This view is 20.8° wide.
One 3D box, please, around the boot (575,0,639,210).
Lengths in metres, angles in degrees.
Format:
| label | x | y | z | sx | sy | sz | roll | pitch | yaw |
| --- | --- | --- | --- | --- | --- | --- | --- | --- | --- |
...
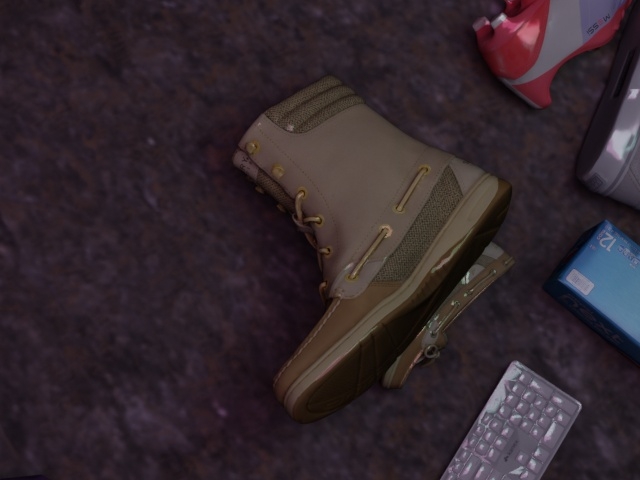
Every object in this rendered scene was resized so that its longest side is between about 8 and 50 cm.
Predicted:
| label | x | y | z | sx | sy | sz | roll | pitch | yaw |
| --- | --- | --- | --- | --- | --- | --- | --- | --- | --- |
| boot | 0.318 | -0.140 | 1.478 | 0.123 | 0.095 | 0.258 | 24 | 87 | -10 |

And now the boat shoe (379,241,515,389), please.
| label | x | y | z | sx | sy | sz | roll | pitch | yaw |
| --- | --- | --- | --- | --- | --- | --- | --- | --- | --- |
| boat shoe | 0.102 | 0.063 | 1.437 | 0.048 | 0.056 | 0.153 | 33 | 73 | 5 |

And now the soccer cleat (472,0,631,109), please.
| label | x | y | z | sx | sy | sz | roll | pitch | yaw |
| --- | --- | --- | --- | --- | --- | --- | --- | --- | --- |
| soccer cleat | 0.238 | -0.218 | 1.485 | 0.248 | 0.083 | 0.095 | -42 | 108 | -11 |

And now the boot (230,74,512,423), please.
| label | x | y | z | sx | sy | sz | roll | pitch | yaw |
| --- | --- | --- | --- | --- | --- | --- | --- | --- | --- |
| boot | 0.000 | 0.000 | 1.386 | 0.203 | 0.095 | 0.262 | 35 | 70 | 17 |

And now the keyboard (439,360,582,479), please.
| label | x | y | z | sx | sy | sz | roll | pitch | yaw |
| --- | --- | --- | --- | --- | --- | --- | --- | --- | --- |
| keyboard | 0.123 | 0.224 | 1.435 | 0.072 | 0.014 | 0.256 | 32 | 80 | 0 |

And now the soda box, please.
| label | x | y | z | sx | sy | sz | roll | pitch | yaw |
| --- | --- | --- | --- | --- | --- | --- | --- | --- | --- |
| soda box | 0.289 | 0.077 | 1.443 | 0.210 | 0.071 | 0.067 | 40 | 81 | 1 |

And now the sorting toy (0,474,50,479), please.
| label | x | y | z | sx | sy | sz | roll | pitch | yaw |
| --- | --- | --- | --- | --- | --- | --- | --- | --- | --- |
| sorting toy | -0.234 | 0.371 | 1.354 | 0.126 | 0.127 | 0.366 | -18 | 80 | 22 |
